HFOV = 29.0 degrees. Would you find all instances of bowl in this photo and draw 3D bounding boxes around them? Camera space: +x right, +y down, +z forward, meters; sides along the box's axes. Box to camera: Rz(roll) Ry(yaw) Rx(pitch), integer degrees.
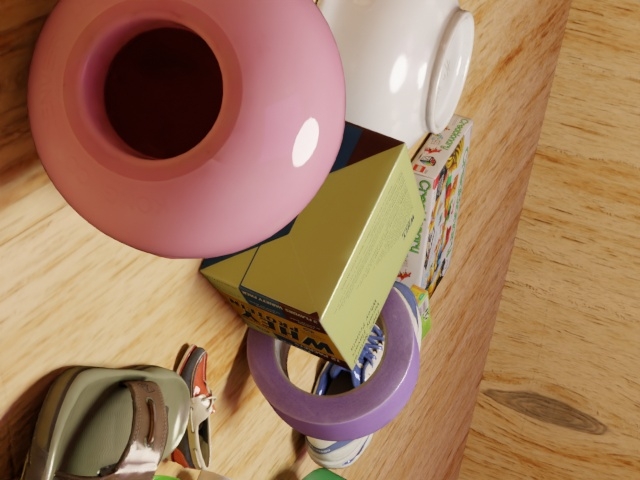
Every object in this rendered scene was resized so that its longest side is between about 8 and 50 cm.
[{"bbox_3d":[0.090,-0.207,1.407,0.298,0.134,0.298,17,90,-73],"label":"bowl"}]

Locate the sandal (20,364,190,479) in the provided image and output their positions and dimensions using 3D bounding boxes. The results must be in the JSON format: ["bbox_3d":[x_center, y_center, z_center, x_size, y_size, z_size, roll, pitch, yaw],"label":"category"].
[{"bbox_3d":[-0.161,0.164,1.029,0.303,0.086,0.120,-12,118,-72],"label":"sandal"}]

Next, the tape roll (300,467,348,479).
[{"bbox_3d":[-0.038,0.472,1.696,0.321,0.077,0.321,-52,158,-33],"label":"tape roll"}]

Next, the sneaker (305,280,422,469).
[{"bbox_3d":[0.065,0.179,1.759,0.131,0.111,0.297,72,37,-63],"label":"sneaker"}]

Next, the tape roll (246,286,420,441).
[{"bbox_3d":[0.016,0.126,1.398,0.080,0.189,0.189,67,43,-66],"label":"tape roll"}]

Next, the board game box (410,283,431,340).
[{"bbox_3d":[0.090,0.199,1.925,0.259,0.039,0.124,-55,157,-22],"label":"board game box"}]

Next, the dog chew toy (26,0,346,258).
[{"bbox_3d":[-0.072,-0.094,0.882,0.332,0.206,0.207,-14,120,-80],"label":"dog chew toy"}]

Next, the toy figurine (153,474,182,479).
[{"bbox_3d":[-0.174,0.338,1.186,0.173,0.130,0.159,-94,-155,-61],"label":"toy figurine"}]

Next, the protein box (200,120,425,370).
[{"bbox_3d":[0.000,0.000,1.287,0.200,0.136,0.201,-64,162,-13],"label":"protein box"}]

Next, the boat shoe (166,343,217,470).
[{"bbox_3d":[-0.124,0.168,1.237,0.049,0.043,0.137,-37,140,-61],"label":"boat shoe"}]

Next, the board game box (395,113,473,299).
[{"bbox_3d":[0.178,-0.031,2.021,0.193,0.053,0.305,-54,156,-47],"label":"board game box"}]

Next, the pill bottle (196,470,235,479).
[{"bbox_3d":[-0.126,0.340,1.297,0.103,0.103,0.184,66,44,-67],"label":"pill bottle"}]
